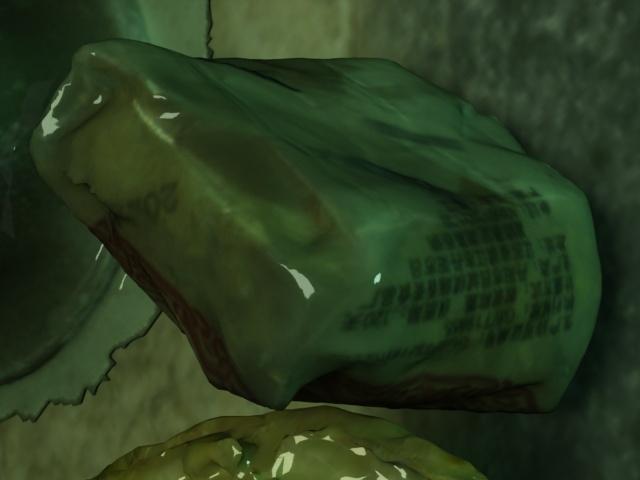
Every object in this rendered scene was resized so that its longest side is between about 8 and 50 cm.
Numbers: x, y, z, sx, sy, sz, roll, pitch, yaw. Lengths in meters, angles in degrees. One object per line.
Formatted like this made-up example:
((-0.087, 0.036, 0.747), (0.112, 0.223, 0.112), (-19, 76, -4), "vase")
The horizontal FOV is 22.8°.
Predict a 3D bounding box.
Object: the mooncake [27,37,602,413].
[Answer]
((0.000, 0.000, 0.425), (0.130, 0.125, 0.073), (40, 119, 42), "mooncake")

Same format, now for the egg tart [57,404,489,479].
((-0.025, 0.194, 0.396), (0.315, 0.120, 0.315), (-2, 86, 42), "egg tart")

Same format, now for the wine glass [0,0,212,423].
((-0.226, -0.054, 0.508), (0.238, 0.323, 0.238), (-7, 80, 42), "wine glass")
